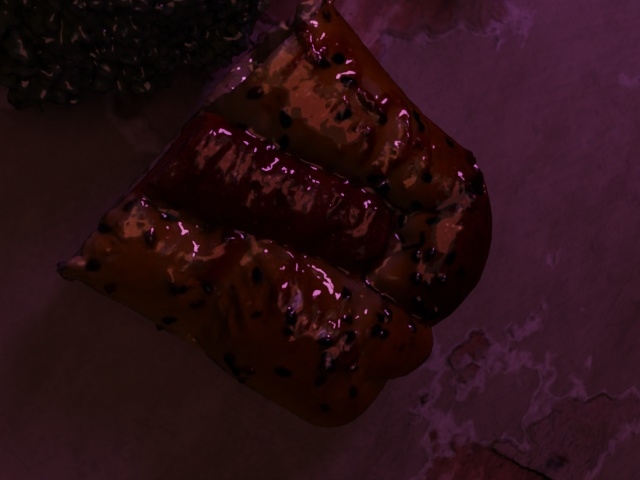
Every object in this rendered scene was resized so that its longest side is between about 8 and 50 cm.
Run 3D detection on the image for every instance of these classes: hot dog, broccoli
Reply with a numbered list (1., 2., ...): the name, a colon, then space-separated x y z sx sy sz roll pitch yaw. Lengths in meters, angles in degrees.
1. hot dog: 0.000 0.000 0.516 0.365 0.196 0.367 41 86 -21
2. broccoli: -0.184 -0.292 0.385 0.348 0.293 0.281 -29 64 -21
